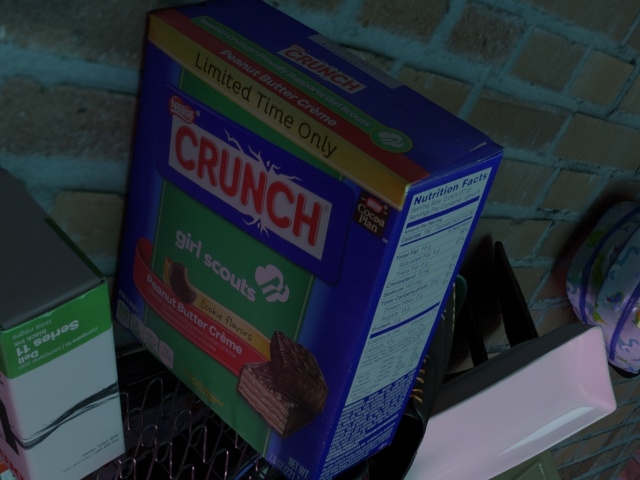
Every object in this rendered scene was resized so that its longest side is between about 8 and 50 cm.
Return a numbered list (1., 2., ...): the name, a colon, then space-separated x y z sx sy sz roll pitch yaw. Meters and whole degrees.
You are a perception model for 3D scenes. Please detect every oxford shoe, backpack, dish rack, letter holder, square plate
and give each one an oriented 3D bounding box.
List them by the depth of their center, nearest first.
1. dish rack: -0.119 0.176 0.912 0.208 0.271 0.074 -18 135 -41
2. oxford shoe: 0.097 0.150 1.110 0.098 0.097 0.271 -169 -86 -80
3. backpack: -0.106 0.283 1.110 0.277 0.213 0.263 -33 137 -21
4. square plate: 0.208 0.234 1.315 0.347 0.049 0.344 -29 149 4
5. letter holder: 0.230 0.164 1.507 0.152 0.214 0.302 -15 147 4
6. backpack: 0.552 0.077 1.739 0.290 0.273 0.355 -50 171 5

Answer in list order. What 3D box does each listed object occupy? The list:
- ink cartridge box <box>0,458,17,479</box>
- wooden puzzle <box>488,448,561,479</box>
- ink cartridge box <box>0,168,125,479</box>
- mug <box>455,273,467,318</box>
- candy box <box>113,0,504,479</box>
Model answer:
1. ink cartridge box: -0.303 0.210 0.947 0.063 0.029 0.115 -27 143 -33
2. wooden puzzle: 0.278 0.422 1.772 0.322 0.080 0.347 -24 100 -37
3. ink cartridge box: -0.228 0.076 0.780 0.087 0.153 0.208 -29 143 -31
4. mug: 0.092 0.081 1.254 0.129 0.097 0.157 14 111 -57
5. candy box: -0.032 0.003 0.842 0.122 0.268 0.317 -23 140 -43
